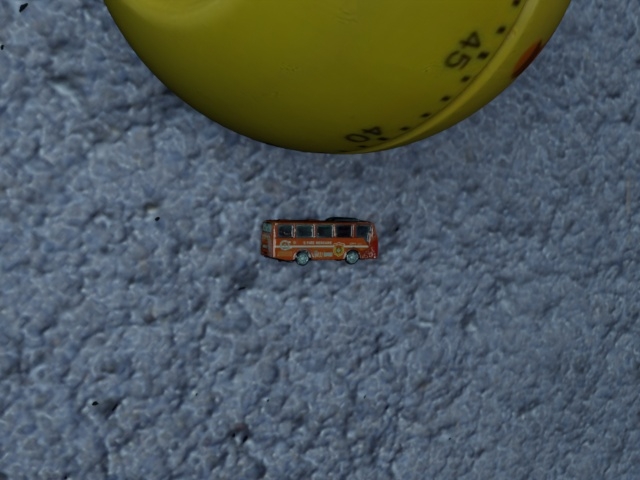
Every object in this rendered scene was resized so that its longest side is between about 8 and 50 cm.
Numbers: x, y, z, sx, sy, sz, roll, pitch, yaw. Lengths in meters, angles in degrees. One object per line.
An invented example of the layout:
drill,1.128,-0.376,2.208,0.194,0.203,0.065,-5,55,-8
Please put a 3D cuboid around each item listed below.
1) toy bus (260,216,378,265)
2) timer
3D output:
toy bus,0.000,0.000,0.827,0.110,0.031,0.043,-1,95,-28
timer,0.035,-0.232,0.641,0.387,0.376,0.376,-11,108,-49
